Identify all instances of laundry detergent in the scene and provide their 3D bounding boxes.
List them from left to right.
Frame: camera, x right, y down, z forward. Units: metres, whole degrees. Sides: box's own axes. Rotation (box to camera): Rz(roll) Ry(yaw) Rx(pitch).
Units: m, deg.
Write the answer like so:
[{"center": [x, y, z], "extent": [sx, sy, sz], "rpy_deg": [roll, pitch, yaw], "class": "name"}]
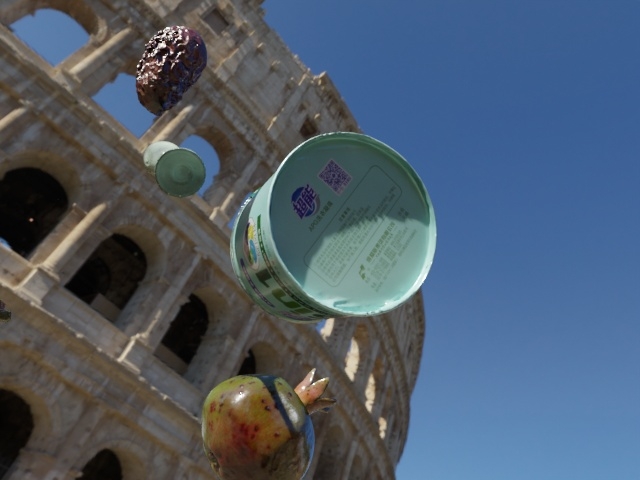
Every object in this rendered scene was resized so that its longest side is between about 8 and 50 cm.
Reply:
[{"center": [0.000, 0.000, 0.852], "extent": [0.287, 0.287, 0.305], "rpy_deg": [34, -23, -13], "class": "laundry detergent"}]

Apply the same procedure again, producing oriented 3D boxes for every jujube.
[{"center": [-0.245, -0.285, 0.788], "extent": [0.104, 0.166, 0.104], "rpy_deg": [9, -35, 6], "class": "jujube"}]

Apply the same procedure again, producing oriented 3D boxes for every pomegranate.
[{"center": [-0.135, 0.437, 1.164], "extent": [0.291, 0.323, 0.291], "rpy_deg": [13, -59, 22], "class": "pomegranate"}]

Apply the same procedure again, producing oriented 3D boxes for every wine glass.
[{"center": [-0.410, -0.161, 1.032], "extent": [0.309, 0.264, 0.096], "rpy_deg": [-149, -123, -61], "class": "wine glass"}]

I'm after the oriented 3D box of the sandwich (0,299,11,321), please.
[{"center": [-0.458, 0.088, 0.623], "extent": [0.135, 0.029, 0.067], "rpy_deg": [-7, -24, 33], "class": "sandwich"}]
